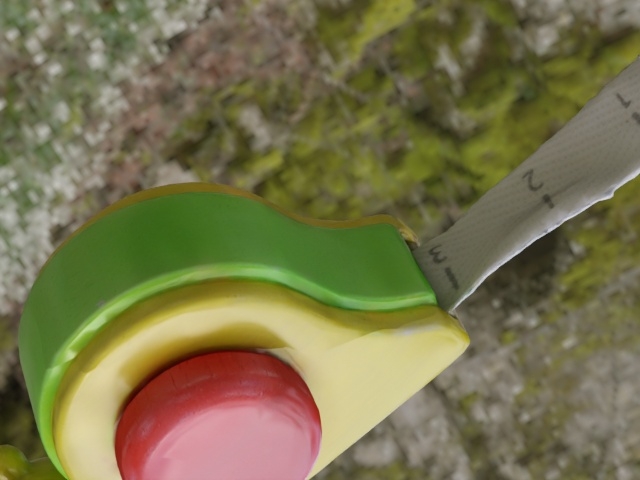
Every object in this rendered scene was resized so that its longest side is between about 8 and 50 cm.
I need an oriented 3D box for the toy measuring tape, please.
[{"bbox_3d":[0.000,0.000,0.620,0.330,0.121,0.121,-41,-154,13],"label":"toy measuring tape"}]
